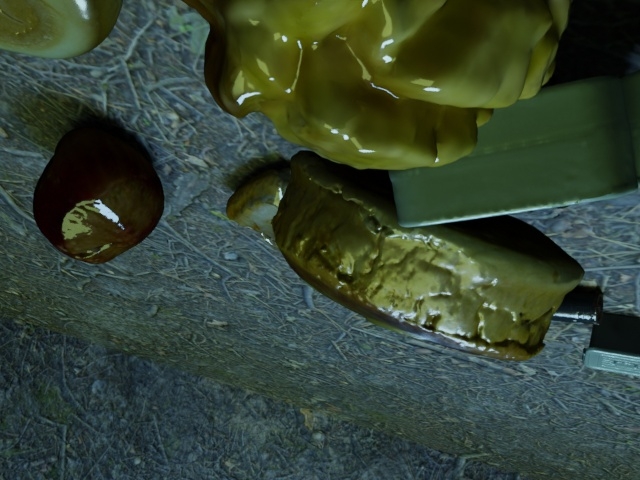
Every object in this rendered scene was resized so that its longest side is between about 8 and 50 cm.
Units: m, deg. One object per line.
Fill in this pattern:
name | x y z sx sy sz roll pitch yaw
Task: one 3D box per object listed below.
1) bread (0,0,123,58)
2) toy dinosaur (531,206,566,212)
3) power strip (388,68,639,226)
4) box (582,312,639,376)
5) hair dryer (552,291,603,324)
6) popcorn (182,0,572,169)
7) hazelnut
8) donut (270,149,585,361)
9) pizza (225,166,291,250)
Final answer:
bread | -0.269 -0.249 0.595 0.214 0.104 0.213 16 155 8
toy dinosaur | 0.218 -0.082 0.701 0.187 0.044 0.106 -30 109 31
power strip | 0.206 -0.057 0.557 0.261 0.141 0.229 -9 -176 22
box | 0.461 0.157 1.062 0.123 0.069 0.084 7 154 21
hair dryer | 0.287 0.055 0.986 0.173 0.050 0.195 0 148 33
popcorn | 0.035 -0.167 0.404 0.225 0.264 0.332 -27 161 25
hazelnut | -0.310 -0.067 0.985 0.178 0.177 0.204 16 152 3
donut | 0.104 0.018 0.773 0.330 0.159 0.330 21 -165 -6
pizza | 0.000 -0.001 1.017 0.297 0.071 0.189 32 152 -33
